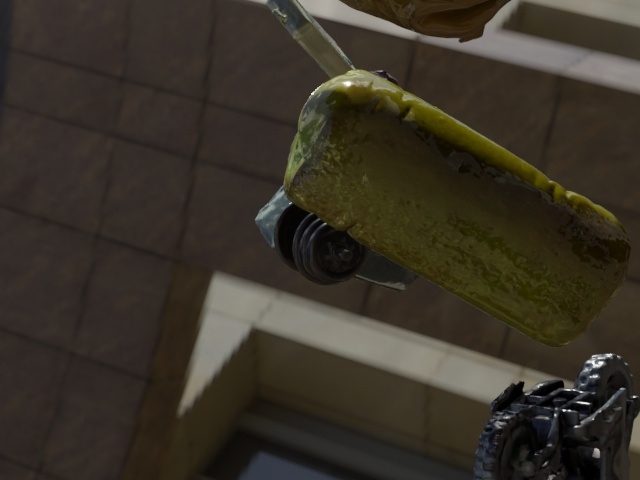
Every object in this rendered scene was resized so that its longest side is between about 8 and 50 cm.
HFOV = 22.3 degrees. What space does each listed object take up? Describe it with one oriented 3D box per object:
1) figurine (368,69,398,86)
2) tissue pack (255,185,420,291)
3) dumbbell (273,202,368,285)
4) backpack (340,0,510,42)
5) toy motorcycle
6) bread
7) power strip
[{"bbox_3d":[0.082,-0.158,2.226,0.157,0.114,0.126,43,-160,-52],"label":"figurine"},{"bbox_3d":[0.085,-0.048,2.484,0.316,0.103,0.228,19,-58,-47],"label":"tissue pack"},{"bbox_3d":[0.000,0.000,1.995,0.208,0.099,0.099,-149,72,-69],"label":"dumbbell"},{"bbox_3d":[0.148,-0.462,2.387,0.378,0.354,0.201,-61,-12,-47],"label":"backpack"},{"bbox_3d":[0.206,0.196,1.394,0.270,0.106,0.159,-21,-70,-53],"label":"toy motorcycle"},{"bbox_3d":[0.145,-0.035,1.680,0.166,0.383,0.112,-61,5,-12],"label":"bread"},{"bbox_3d":[-0.004,-0.247,2.025,0.035,0.081,0.192,-40,-33,7],"label":"power strip"}]
